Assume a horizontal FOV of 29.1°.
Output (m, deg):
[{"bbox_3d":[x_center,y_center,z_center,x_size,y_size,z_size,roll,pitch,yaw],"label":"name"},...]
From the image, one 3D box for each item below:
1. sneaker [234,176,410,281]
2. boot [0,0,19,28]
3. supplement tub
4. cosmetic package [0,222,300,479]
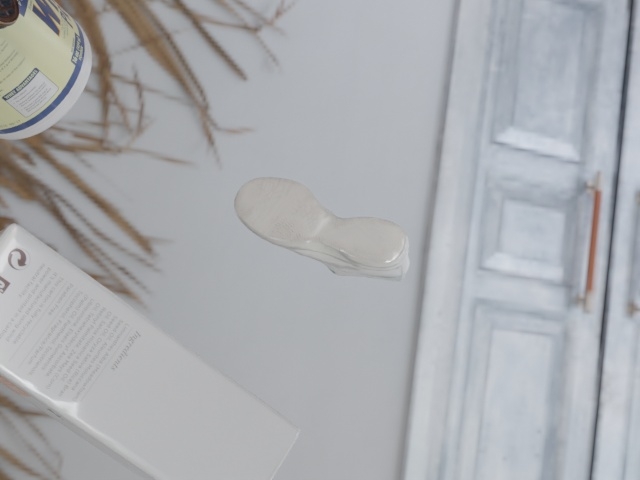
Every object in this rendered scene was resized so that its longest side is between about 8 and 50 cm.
[{"bbox_3d":[0.000,0.000,1.391,0.212,0.080,0.094,23,158,19],"label":"sneaker"},{"bbox_3d":[-0.444,-0.304,1.455,0.082,0.219,0.106,-33,166,-48],"label":"boot"},{"bbox_3d":[-0.531,-0.325,1.892,0.235,0.235,0.325,3,157,28],"label":"supplement tub"},{"bbox_3d":[-0.274,0.179,1.602,0.453,0.161,0.230,37,164,-14],"label":"cosmetic package"}]
